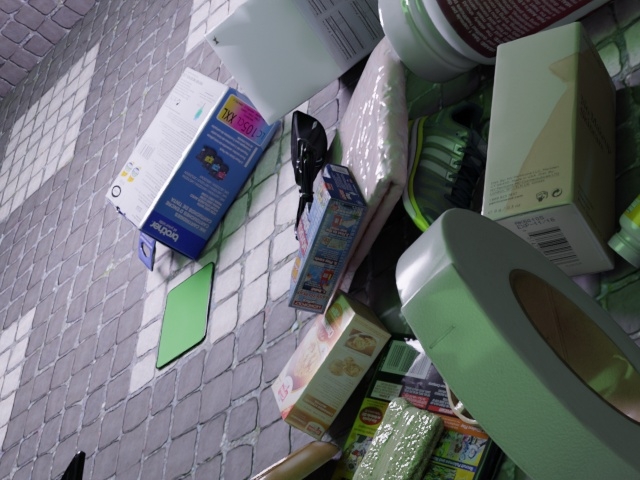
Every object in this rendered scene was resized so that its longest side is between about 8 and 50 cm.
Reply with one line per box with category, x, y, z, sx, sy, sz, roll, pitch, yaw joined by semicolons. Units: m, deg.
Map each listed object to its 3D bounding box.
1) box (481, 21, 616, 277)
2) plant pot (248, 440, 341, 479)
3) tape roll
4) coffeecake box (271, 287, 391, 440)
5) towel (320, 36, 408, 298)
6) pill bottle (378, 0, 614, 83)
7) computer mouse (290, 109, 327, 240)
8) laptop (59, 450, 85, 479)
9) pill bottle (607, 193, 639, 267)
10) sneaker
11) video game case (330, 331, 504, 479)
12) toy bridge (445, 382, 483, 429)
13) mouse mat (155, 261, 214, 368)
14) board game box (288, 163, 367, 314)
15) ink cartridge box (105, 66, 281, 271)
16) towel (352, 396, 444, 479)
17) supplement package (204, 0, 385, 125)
box;0.296;-0.113;1.503;0.121;0.148;0.311;-14;48;30
plant pot;-0.079;0.340;1.630;0.236;0.032;0.236;-33;-6;-4
tape roll;0.236;0.126;1.159;0.072;0.392;0.392;-46;32;19
coffeecake box;0.012;0.178;1.727;0.185;0.068;0.142;-57;15;5
towel;0.066;-0.108;1.852;0.317;0.053;0.332;116;162;-45
pill bottle;0.286;-0.397;1.732;0.392;0.224;0.224;-26;42;41
computer mouse;-0.016;-0.108;1.993;0.262;0.060;0.184;-102;14;-68
laptop;-0.304;0.570;1.594;0.408;0.236;0.382;-55;26;39
pill bottle;0.394;-0.026;1.390;0.116;0.065;0.065;-52;31;12
sneaker;0.191;-0.099;1.719;0.121;0.111;0.300;-34;39;29
video game case;0.140;0.248;1.543;0.275;0.035;0.248;2;64;56
toy bridge;0.191;0.193;1.458;0.063;0.026;0.188;-56;31;4
mouse mat;-0.258;0.143;2.255;0.152;0.007;0.190;-34;39;36
board game box;0.000;0.000;1.763;0.194;0.060;0.194;-109;36;-68
ink cartridge box;-0.282;-0.135;2.400;0.395;0.151;0.270;-56;29;0
towel;0.096;0.279;1.516;0.110;0.027;0.148;18;78;58
supplement package;-0.023;-0.372;2.089;0.199;0.198;0.262;-31;8;39
